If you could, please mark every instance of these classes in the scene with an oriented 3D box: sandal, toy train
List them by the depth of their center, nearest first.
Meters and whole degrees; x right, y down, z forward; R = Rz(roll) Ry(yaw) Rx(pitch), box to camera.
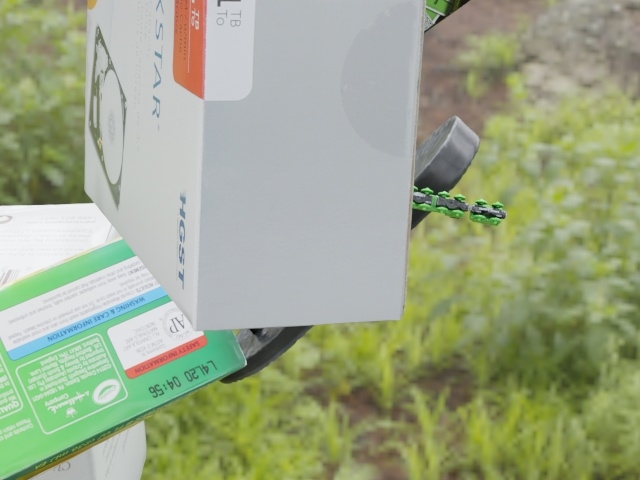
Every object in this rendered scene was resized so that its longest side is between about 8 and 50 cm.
[{"bbox_3d":[0.098,-0.025,1.190,0.083,0.017,0.023,11,-14,-5],"label":"toy train"},{"bbox_3d":[0.001,-0.002,1.790,0.107,0.446,0.167,40,31,-8],"label":"sandal"}]

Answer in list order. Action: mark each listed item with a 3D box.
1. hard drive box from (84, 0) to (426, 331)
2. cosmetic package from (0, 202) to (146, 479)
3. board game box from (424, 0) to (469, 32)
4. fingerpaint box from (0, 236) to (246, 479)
[{"bbox_3d":[-0.038,-0.082,0.686,0.089,0.181,0.232,-2,15,-19],"label":"hard drive box"},{"bbox_3d":[-0.414,0.197,1.981,0.329,0.393,0.327,-1,27,3],"label":"cosmetic package"},{"bbox_3d":[0.066,-0.304,1.272,0.136,0.259,0.030,-36,28,3],"label":"board game box"},{"bbox_3d":[-0.344,0.168,1.459,0.445,0.163,0.371,-23,-4,-29],"label":"fingerpaint box"}]
